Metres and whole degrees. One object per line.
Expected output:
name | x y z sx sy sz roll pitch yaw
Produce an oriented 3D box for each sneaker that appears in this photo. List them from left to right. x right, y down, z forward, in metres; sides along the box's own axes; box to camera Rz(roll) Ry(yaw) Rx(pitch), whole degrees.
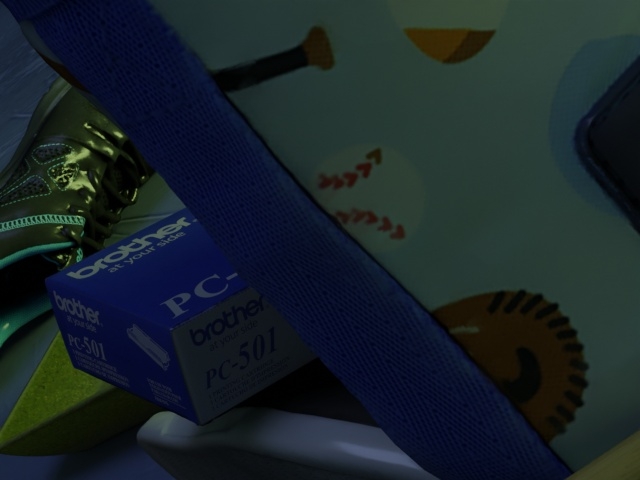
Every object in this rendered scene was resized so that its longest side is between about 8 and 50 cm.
sneaker | -0.196 -0.022 1.370 0.341 0.125 0.139 -46 47 -16
sneaker | 0.023 0.055 0.752 0.147 0.104 0.296 -54 18 -16

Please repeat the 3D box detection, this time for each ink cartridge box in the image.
ink cartridge box | 0.000 0.000 0.727 0.207 0.046 0.097 -29 27 -30

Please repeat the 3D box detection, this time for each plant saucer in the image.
plant saucer | -0.096 0.051 1.081 0.188 0.045 0.188 -28 25 35

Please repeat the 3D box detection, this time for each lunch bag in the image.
lunch bag | 0.101 -0.080 0.565 0.239 0.328 0.385 -27 23 41

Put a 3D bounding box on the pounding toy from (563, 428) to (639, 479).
pounding toy | 0.078 0.125 0.313 0.183 0.110 0.237 -27 56 -16
